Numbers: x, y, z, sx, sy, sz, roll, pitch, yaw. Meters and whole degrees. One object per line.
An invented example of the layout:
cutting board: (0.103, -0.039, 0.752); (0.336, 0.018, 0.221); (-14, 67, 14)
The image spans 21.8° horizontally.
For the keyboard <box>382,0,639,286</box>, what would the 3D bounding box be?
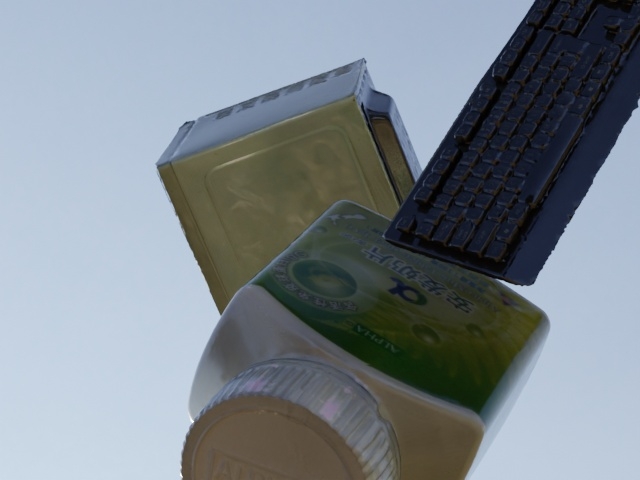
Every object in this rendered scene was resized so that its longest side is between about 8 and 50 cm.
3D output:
keyboard: (0.104, -0.065, 0.743); (0.074, 0.196, 0.015); (17, -30, 32)

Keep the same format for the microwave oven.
microwave oven: (0.000, 0.000, 1.139); (0.163, 0.129, 0.205); (-19, -73, 10)

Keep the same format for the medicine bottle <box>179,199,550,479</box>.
medicine bottle: (0.015, 0.070, 0.761); (0.132, 0.188, 0.088); (31, -61, 9)
